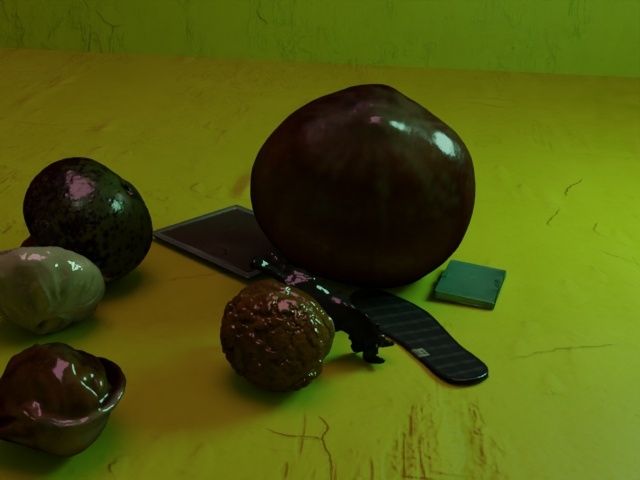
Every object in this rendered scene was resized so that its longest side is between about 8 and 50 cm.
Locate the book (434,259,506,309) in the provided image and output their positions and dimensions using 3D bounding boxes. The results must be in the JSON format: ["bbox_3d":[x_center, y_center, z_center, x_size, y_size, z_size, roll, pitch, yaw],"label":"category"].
[{"bbox_3d":[0.245,0.071,1.541,0.103,0.017,0.135,11,24,15],"label":"book"}]

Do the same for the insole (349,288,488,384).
[{"bbox_3d":[0.139,0.135,1.383,0.110,0.012,0.309,-7,23,-23],"label":"insole"}]

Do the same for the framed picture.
[{"bbox_3d":[-0.140,0.000,1.678,0.216,0.016,0.273,-20,30,-41],"label":"framed picture"}]

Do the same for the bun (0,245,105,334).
[{"bbox_3d":[-0.401,0.080,1.336,0.184,0.102,0.183,0,-23,0],"label":"bun"}]

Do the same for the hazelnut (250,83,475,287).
[{"bbox_3d":[0.067,-0.090,1.504,0.366,0.365,0.366,2,22,-1],"label":"hazelnut"}]

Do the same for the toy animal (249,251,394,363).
[{"bbox_3d":[-0.003,0.085,1.308,0.233,0.084,0.148,38,-21,-11],"label":"toy animal"}]

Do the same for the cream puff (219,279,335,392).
[{"bbox_3d":[-0.063,0.130,1.217,0.115,0.150,0.165,-41,3,-37],"label":"cream puff"}]

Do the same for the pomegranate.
[{"bbox_3d":[-0.398,-0.011,1.488,0.248,0.214,0.214,-33,25,3],"label":"pomegranate"}]

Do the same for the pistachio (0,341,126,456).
[{"bbox_3d":[-0.313,0.177,1.096,0.165,0.130,0.210,-17,12,-22],"label":"pistachio"}]
